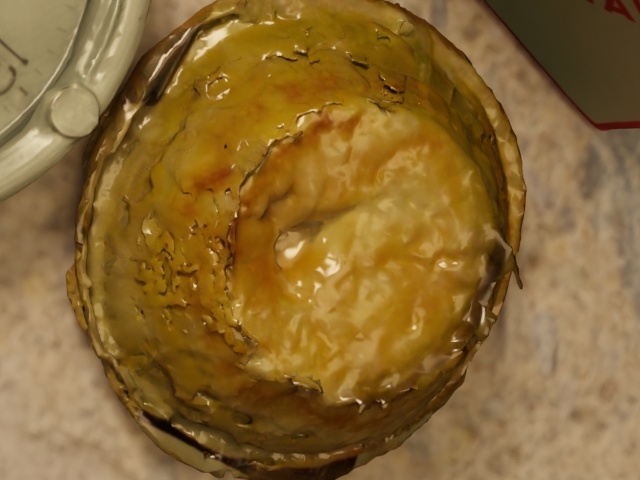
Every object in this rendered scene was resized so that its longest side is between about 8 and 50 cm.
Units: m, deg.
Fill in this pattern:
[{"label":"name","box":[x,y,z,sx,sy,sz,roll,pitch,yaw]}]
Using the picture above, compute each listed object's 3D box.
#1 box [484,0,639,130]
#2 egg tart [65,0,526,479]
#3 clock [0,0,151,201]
[{"label":"box","box":[0.184,-0.249,0.719,0.314,0.312,0.300,46,73,-20]},{"label":"egg tart","box":[0.000,-0.001,0.773,0.212,0.090,0.213,-2,96,-21]},{"label":"clock","box":[-0.178,-0.118,0.702,0.236,0.053,0.236,0,91,-26]}]
